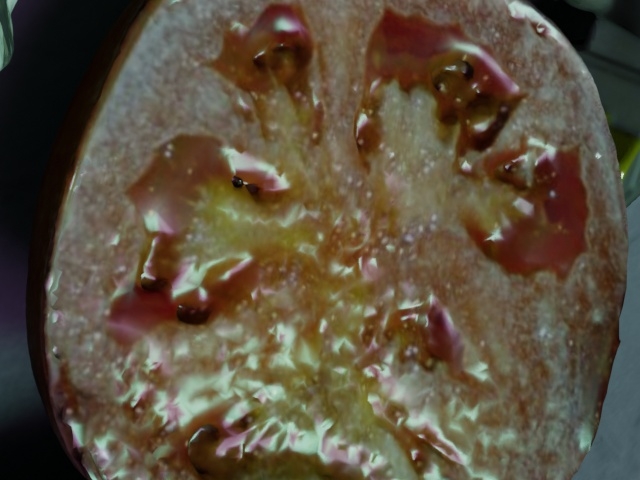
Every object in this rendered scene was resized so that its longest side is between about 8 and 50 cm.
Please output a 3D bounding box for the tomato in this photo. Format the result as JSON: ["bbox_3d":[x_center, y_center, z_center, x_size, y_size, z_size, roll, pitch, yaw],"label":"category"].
[{"bbox_3d":[-0.007,0.005,0.874,0.338,0.144,0.338,0,90,-32],"label":"tomato"}]

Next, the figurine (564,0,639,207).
[{"bbox_3d":[0.226,-0.160,0.948,0.343,0.167,0.285,-4,121,-35],"label":"figurine"}]

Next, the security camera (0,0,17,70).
[{"bbox_3d":[-0.240,-0.057,0.642,0.236,0.194,0.194,-51,139,12],"label":"security camera"}]
